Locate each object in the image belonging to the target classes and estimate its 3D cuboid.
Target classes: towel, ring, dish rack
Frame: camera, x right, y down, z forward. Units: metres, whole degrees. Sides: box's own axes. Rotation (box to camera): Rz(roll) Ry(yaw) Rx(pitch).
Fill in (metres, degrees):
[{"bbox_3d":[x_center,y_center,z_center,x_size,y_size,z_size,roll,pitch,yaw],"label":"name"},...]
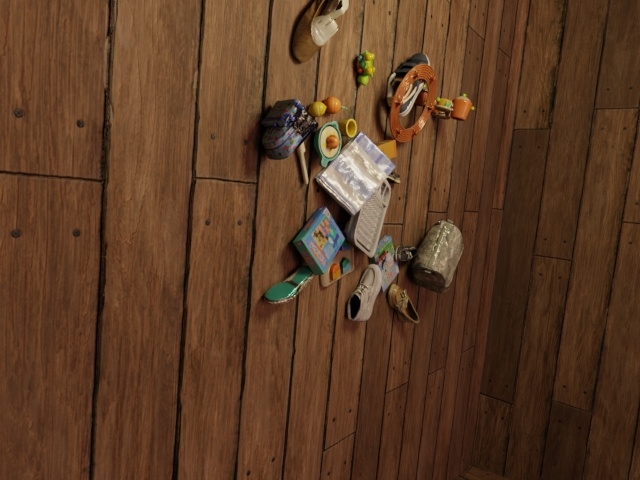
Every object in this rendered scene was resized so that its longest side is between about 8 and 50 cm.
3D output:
[{"bbox_3d":[0.137,-0.256,1.786,0.209,0.034,0.285,44,73,-8],"label":"towel"},{"bbox_3d":[0.410,-0.584,2.033,0.336,0.032,0.337,-34,139,-35],"label":"ring"},{"bbox_3d":[0.191,-0.116,1.940,0.285,0.072,0.333,37,66,-62],"label":"dish rack"}]

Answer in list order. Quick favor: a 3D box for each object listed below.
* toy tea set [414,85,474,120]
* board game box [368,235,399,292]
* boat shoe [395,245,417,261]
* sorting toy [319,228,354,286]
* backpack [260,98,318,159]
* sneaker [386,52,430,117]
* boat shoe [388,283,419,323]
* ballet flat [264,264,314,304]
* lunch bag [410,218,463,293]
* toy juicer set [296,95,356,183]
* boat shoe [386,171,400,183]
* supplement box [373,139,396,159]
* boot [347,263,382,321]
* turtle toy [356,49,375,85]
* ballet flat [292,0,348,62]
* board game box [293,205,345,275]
[{"bbox_3d":[0.584,-0.673,2.259,0.336,0.200,0.124,7,101,-47],"label":"toy tea set"},{"bbox_3d":[0.295,0.108,2.183,0.160,0.039,0.212,-45,131,-37],"label":"board game box"},{"bbox_3d":[0.414,0.061,2.275,0.206,0.065,0.075,-14,102,-62],"label":"boat shoe"},{"bbox_3d":[0.071,0.068,1.890,0.208,0.038,0.193,-23,115,-47],"label":"sorting toy"},{"bbox_3d":[-0.119,-0.341,1.479,0.173,0.158,0.117,-55,128,-12],"label":"backpack"},{"bbox_3d":[0.382,-0.703,2.049,0.127,0.126,0.321,40,68,-54],"label":"sneaker"},{"bbox_3d":[0.415,0.315,2.337,0.105,0.089,0.285,-59,137,-24],"label":"boat shoe"},{"bbox_3d":[-0.103,0.173,1.663,0.241,0.091,0.077,-33,145,-39],"label":"ballet flat"},{"bbox_3d":[0.591,0.075,2.369,0.305,0.212,0.256,-62,160,-20],"label":"lunch bag"},{"bbox_3d":[0.014,-0.381,1.681,0.329,0.089,0.209,-54,135,-29],"label":"toy juicer set"},{"bbox_3d":[0.316,-0.287,2.118,0.152,0.056,0.049,5,88,-62],"label":"boat shoe"},{"bbox_3d":[0.228,-0.362,1.967,0.233,0.080,0.078,-29,119,-47],"label":"supplement box"},{"bbox_3d":[0.187,0.226,2.023,0.123,0.095,0.258,13,89,-59],"label":"boot"},{"bbox_3d":[0.174,-0.673,1.839,0.095,0.066,0.130,-54,143,-64],"label":"turtle toy"},{"bbox_3d":[0.020,-0.748,1.582,0.116,0.124,0.342,47,62,-45],"label":"ballet flat"},{"bbox_3d":[0.000,0.000,1.723,0.160,0.047,0.210,58,41,-23],"label":"board game box"}]
